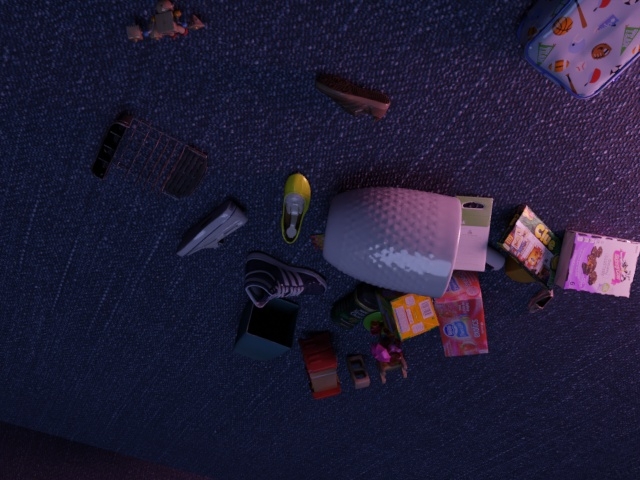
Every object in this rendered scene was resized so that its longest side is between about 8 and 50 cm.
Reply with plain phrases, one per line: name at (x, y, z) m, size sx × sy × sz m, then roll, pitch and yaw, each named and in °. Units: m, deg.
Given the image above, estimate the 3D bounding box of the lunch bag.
lunch bag at (0.571, -0.446, 1.160) m, size 0.243 × 0.115 × 0.303 m, roll 25°, pitch 131°, yaw -22°

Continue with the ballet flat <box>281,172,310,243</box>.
ballet flat at (-0.074, -0.082, 1.606) m, size 0.077 × 0.077 × 0.231 m, roll 9°, pitch 135°, yaw -3°

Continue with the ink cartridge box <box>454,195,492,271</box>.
ink cartridge box at (0.415, -0.022, 1.604) m, size 0.109 × 0.062 × 0.209 m, roll 4°, pitch 100°, yaw 1°

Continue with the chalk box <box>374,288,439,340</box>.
chalk box at (0.258, 0.206, 1.777) m, size 0.132 × 0.213 × 0.132 m, roll -20°, pitch 99°, yaw -9°

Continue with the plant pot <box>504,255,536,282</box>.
plant pot at (0.604, 0.080, 1.710) m, size 0.081 × 0.081 × 0.083 m, roll 36°, pitch 141°, yaw -28°

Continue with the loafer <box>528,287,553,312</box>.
loafer at (0.714, 0.200, 1.844) m, size 0.045 × 0.039 × 0.125 m, roll 12°, pitch 135°, yaw -8°

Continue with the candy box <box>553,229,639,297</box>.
candy box at (0.791, 0.067, 1.625) m, size 0.196 × 0.070 × 0.165 m, roll 8°, pitch 98°, yaw -4°

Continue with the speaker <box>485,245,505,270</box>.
speaker at (0.484, 0.037, 1.692) m, size 0.136 × 0.055 × 0.055 m, roll 29°, pitch 131°, yaw -23°

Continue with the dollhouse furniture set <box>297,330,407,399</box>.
dollhouse furniture set at (0.122, 0.433, 2.087) m, size 0.374 × 0.152 × 0.201 m, roll -12°, pitch 135°, yaw -7°

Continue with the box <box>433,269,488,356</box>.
box at (0.446, 0.224, 1.816) m, size 0.142 × 0.154 × 0.300 m, roll -8°, pitch 135°, yaw 14°

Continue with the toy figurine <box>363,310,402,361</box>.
toy figurine at (0.233, 0.342, 1.946) m, size 0.173 × 0.159 × 0.130 m, roll -7°, pitch 134°, yaw 11°

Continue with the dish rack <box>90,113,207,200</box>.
dish rack at (-0.449, -0.206, 1.519) m, size 0.271 × 0.074 × 0.208 m, roll 26°, pitch 132°, yaw -20°

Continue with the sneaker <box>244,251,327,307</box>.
sneaker at (-0.113, 0.152, 1.791) m, size 0.282 × 0.153 × 0.099 m, roll 22°, pitch 133°, yaw -17°

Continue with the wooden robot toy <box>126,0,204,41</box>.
wooden robot toy at (-0.343, -0.490, 1.247) m, size 0.173 × 0.076 × 0.079 m, roll -7°, pitch 99°, yaw 12°

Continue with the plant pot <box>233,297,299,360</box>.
plant pot at (-0.208, 0.316, 1.965) m, size 0.165 × 0.165 × 0.234 m, roll 23°, pitch 141°, yaw -18°

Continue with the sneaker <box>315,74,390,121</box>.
sneaker at (0.069, -0.331, 1.351) m, size 0.188 × 0.066 × 0.071 m, roll 17°, pitch 135°, yaw -11°

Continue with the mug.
mug at (0.179, 0.004, 1.566) m, size 0.328 × 0.276 × 0.374 m, roll 10°, pitch 166°, yaw 3°

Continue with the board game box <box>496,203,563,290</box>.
board game box at (0.618, 0.024, 1.626) m, size 0.259 × 0.136 × 0.030 m, roll 36°, pitch 170°, yaw -28°

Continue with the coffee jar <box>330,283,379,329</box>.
coffee jar at (0.121, 0.220, 1.891) m, size 0.096 × 0.079 × 0.184 m, roll 29°, pitch 130°, yaw -22°

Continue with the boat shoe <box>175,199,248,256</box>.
boat shoe at (-0.323, -0.018, 1.688) m, size 0.267 × 0.096 × 0.088 m, roll -37°, pitch 118°, yaw 24°

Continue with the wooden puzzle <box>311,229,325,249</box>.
wooden puzzle at (0.000, 0.000, 1.732) m, size 0.049 × 0.006 × 0.083 m, roll -6°, pitch 134°, yaw 11°
